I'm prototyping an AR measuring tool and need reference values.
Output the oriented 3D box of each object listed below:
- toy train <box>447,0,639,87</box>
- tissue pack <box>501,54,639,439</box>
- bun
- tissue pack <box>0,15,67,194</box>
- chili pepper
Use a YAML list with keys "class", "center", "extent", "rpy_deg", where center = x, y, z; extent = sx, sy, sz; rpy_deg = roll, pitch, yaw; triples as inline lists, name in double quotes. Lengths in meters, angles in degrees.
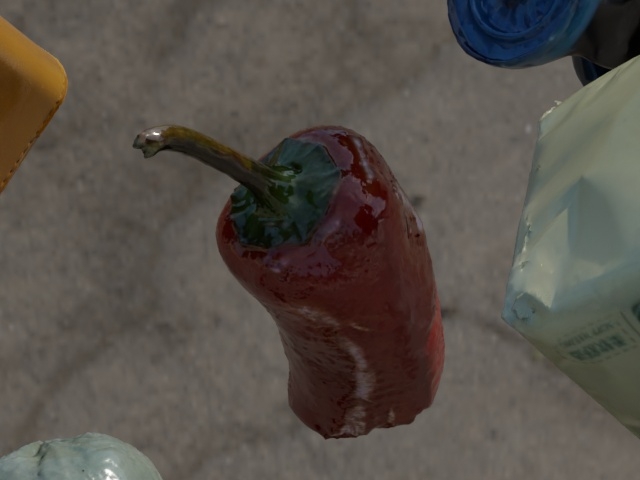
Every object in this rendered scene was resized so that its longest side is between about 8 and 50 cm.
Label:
- class: "toy train"
  center: [0.166, -0.238, 1.197]
  extent: [0.188, 0.265, 0.300]
  rpy_deg: [14, 21, -45]
- class: "tissue pack"
  center: [0.321, -0.013, 0.883]
  extent: [0.297, 0.380, 0.207]
  rpy_deg: [38, 43, -22]
- class: "bun"
  center: [-0.083, 0.084, 0.537]
  extent: [0.083, 0.083, 0.045]
  rpy_deg: [-27, 86, -21]
- class: "tissue pack"
  center: [-0.301, -0.130, 1.169]
  extent: [0.194, 0.274, 0.145]
  rpy_deg: [37, 89, 19]
- class: "chili pepper"
  center: [0.004, -0.003, 1.250]
  extent: [0.131, 0.338, 0.134]
  rpy_deg: [4, 56, 20]
